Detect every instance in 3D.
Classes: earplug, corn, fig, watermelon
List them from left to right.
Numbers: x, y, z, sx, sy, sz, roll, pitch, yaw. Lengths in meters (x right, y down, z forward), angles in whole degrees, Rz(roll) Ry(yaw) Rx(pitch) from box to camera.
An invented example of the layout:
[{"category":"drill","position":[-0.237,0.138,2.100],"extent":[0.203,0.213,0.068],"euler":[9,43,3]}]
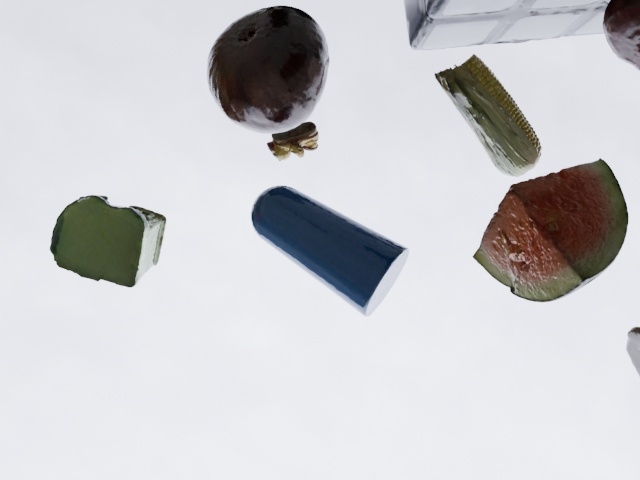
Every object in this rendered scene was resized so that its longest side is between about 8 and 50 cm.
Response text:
[{"category":"fig","position":[-0.085,-0.300,1.090],"extent":[0.235,0.235,0.214],"euler":[-50,-64,-20]},{"category":"earplug","position":[0.000,0.000,1.028],"extent":[0.273,0.132,0.132],"euler":[32,-111,17]},{"category":"corn","position":[0.374,-0.276,1.353],"extent":[0.305,0.122,0.123],"euler":[49,-122,-12]},{"category":"watermelon","position":[0.275,0.003,0.697],"extent":[0.193,0.137,0.145],"euler":[-44,-126,21]},{"category":"fig","position":[0.300,-0.203,0.513],"extent":[0.089,0.089,0.125],"euler":[33,-108,16]}]

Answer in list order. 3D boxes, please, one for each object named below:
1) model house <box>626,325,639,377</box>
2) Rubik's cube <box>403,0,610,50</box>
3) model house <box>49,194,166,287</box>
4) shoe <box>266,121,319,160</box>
[{"category":"model house","position":[0.784,0.227,1.256],"extent":[0.229,0.219,0.199],"euler":[-31,-120,-5]},{"category":"Rubik's cube","position":[0.244,-0.400,0.623],"extent":[0.301,0.304,0.304],"euler":[-5,-94,-4]},{"category":"model house","position":[-0.475,-0.023,1.407],"extent":[0.214,0.189,0.194],"euler":[14,-74,6]},{"category":"shoe","position":[-0.054,-0.210,1.313],"extent":[0.109,0.069,0.072],"euler":[-32,-132,-12]}]
